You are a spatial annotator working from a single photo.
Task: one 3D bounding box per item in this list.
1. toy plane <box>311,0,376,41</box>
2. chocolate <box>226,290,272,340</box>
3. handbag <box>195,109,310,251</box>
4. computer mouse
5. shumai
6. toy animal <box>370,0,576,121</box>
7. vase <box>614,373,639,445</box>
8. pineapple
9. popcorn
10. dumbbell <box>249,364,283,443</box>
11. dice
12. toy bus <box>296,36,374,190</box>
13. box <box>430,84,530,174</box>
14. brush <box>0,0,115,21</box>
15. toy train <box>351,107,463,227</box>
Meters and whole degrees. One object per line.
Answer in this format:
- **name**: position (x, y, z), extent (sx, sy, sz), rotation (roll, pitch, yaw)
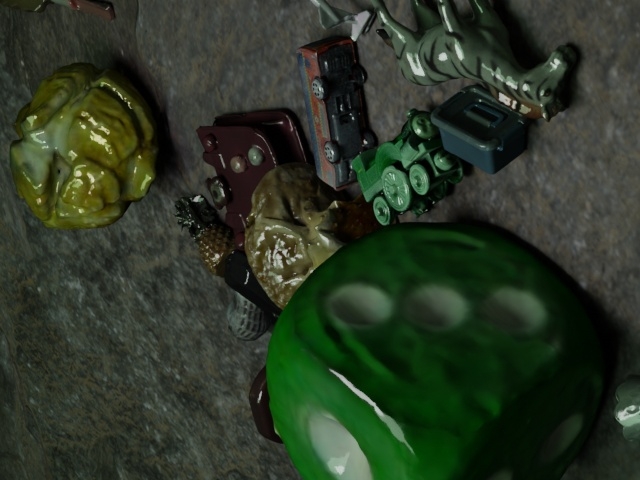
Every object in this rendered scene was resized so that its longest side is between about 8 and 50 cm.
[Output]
- **toy plane**: position (-0.058, -0.341, 1.669), extent (0.273, 0.107, 0.182), rotation (60, 154, -3)
- **chocolate**: position (-0.104, 0.092, 2.097), extent (0.072, 0.072, 0.167), rotation (44, 142, 28)
- **handbag**: position (-0.087, -0.077, 1.941), extent (0.216, 0.074, 0.203), rotation (3, 115, 55)
- **computer mouse**: position (-0.043, 0.081, 1.961), extent (0.217, 0.073, 0.122), rotation (37, 166, -17)
- **shumai**: position (0.000, 0.000, 1.792), extent (0.153, 0.161, 0.209), rotation (0, 95, 60)
- **toy animal**: position (0.150, -0.227, 1.467), extent (0.255, 0.090, 0.170), rotation (29, 139, 47)
- **vase**: position (0.384, 0.167, 1.430), extent (0.148, 0.081, 0.081), rotation (-25, 92, 55)
- **pineapple**: position (-0.176, -0.011, 2.135), extent (0.159, 0.074, 0.074), rotation (49, 147, 36)
- **popcorn**: position (-0.376, -0.140, 2.177), extent (0.225, 0.276, 0.276), rotation (32, 153, -16)
- **dumbbell**: position (0.007, 0.254, 2.005), extent (0.225, 0.124, 0.140), rotation (15, 126, 51)
- **dice**: position (0.132, 0.174, 1.598), extent (0.297, 0.300, 0.287), rotation (36, 143, 35)
- **toy bus**: position (0.017, -0.162, 1.734), extent (0.077, 0.065, 0.192), rotation (30, 136, 53)
- **box**: position (0.178, -0.120, 1.523), extent (0.099, 0.074, 0.054), rotation (34, 153, 38)
- **brush**: position (-0.432, -0.398, 2.231), extent (0.301, 0.071, 0.084), rotation (20, 145, 38)
- **toy train**: position (0.106, -0.087, 1.656), extent (0.178, 0.071, 0.105), rotation (-43, 66, 59)
